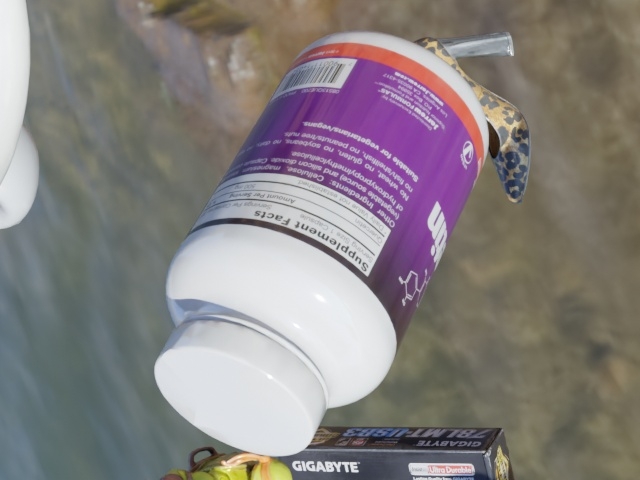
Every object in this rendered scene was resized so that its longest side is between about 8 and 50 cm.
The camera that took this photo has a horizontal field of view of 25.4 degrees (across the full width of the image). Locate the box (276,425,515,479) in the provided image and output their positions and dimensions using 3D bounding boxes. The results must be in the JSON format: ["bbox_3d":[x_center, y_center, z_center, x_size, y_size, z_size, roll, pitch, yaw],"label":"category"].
[{"bbox_3d":[0.112,0.374,1.771,0.296,0.073,0.293,-3,111,28],"label":"box"}]

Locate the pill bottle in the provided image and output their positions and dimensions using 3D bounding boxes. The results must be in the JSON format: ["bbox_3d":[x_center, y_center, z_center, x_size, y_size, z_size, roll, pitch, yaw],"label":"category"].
[{"bbox_3d":[0.000,0.000,1.092,0.182,0.323,0.181,18,144,14],"label":"pill bottle"}]

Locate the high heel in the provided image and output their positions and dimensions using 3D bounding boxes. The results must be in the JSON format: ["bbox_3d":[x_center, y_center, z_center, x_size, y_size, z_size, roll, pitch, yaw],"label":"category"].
[{"bbox_3d":[0.205,-0.172,2.080,0.093,0.186,0.261,166,95,-76],"label":"high heel"}]

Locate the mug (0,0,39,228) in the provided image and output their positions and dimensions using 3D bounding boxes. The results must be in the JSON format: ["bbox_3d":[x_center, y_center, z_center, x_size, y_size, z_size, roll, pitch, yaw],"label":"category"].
[{"bbox_3d":[-0.282,-0.067,0.625,0.328,0.374,0.276,1,77,24],"label":"mug"}]

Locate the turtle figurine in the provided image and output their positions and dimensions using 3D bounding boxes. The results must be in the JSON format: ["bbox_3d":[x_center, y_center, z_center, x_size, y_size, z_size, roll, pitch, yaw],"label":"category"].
[{"bbox_3d":[-0.103,0.225,1.244,0.217,0.270,0.087,-25,66,37],"label":"turtle figurine"}]
